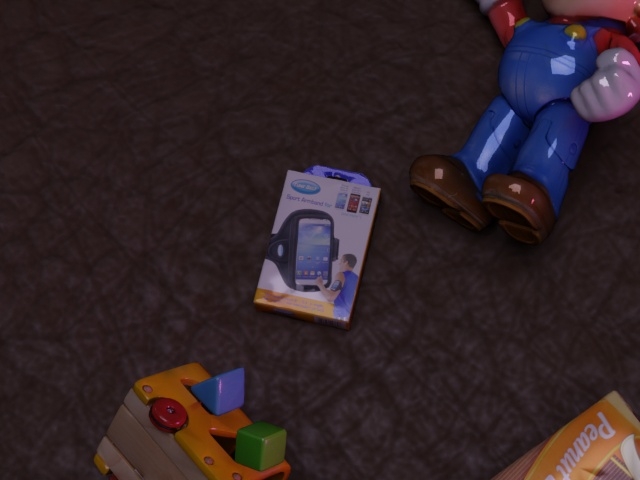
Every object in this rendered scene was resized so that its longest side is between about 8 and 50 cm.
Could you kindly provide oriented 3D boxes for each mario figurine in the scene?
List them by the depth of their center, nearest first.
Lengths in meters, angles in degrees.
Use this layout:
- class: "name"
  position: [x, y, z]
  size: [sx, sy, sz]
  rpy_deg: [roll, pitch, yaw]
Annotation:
- class: "mario figurine"
  position: [0.181, -0.169, 1.277]
  size: [0.198, 0.170, 0.320]
  rpy_deg: [25, 76, 13]

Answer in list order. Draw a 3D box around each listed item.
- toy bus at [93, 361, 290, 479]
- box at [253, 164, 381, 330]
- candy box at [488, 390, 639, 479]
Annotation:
- class: "toy bus"
  position: [-0.073, 0.187, 1.187]
  size: [0.191, 0.104, 0.202]
  rpy_deg: [-2, 98, 40]
- class: "box"
  position: [0.000, 0.000, 1.299]
  size: [0.081, 0.028, 0.136]
  rpy_deg: [11, 74, 7]
- class: "candy box"
  position: [0.147, 0.278, 1.163]
  size: [0.316, 0.087, 0.183]
  rpy_deg: [-34, 73, -9]
